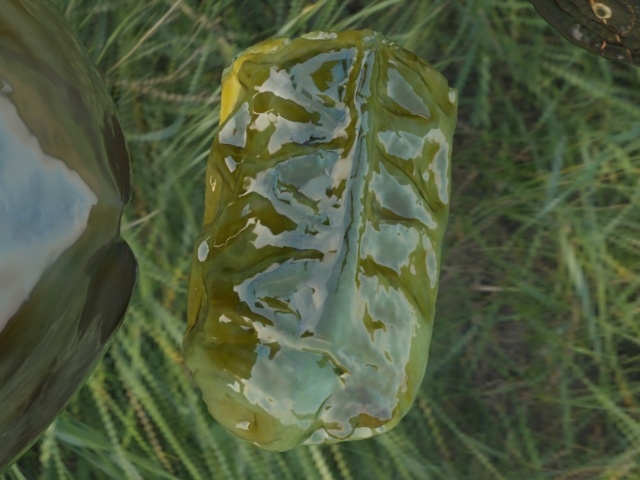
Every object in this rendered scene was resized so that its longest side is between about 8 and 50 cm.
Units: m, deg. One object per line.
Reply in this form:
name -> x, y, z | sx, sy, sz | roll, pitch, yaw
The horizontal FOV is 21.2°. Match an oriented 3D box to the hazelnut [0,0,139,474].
hazelnut -> -0.259, -0.007, 0.733 | 0.409, 0.359, 0.359 | -8, 89, -59

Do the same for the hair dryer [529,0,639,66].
hair dryer -> 0.169, -0.280, 0.964 | 0.203, 0.128, 0.362 | -57, 141, -17

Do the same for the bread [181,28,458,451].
bread -> 0.000, 0.000, 1.027 | 0.152, 0.130, 0.267 | 8, 60, 0
